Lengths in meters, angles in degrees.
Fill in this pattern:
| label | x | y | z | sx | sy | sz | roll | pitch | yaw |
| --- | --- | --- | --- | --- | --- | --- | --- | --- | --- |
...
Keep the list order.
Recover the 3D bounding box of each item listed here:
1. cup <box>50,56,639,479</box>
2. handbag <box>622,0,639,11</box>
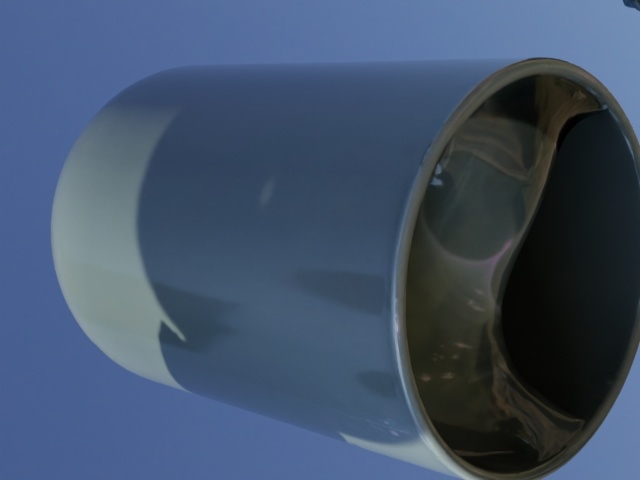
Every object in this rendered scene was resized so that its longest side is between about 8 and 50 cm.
| label | x | y | z | sx | sy | sz | roll | pitch | yaw |
| --- | --- | --- | --- | --- | --- | --- | --- | --- | --- |
| cup | 0.000 | 0.000 | 0.731 | 0.205 | 0.312 | 0.206 | -9 | -77 | -44 |
| handbag | 0.221 | -0.226 | 0.747 | 0.229 | 0.062 | 0.179 | -21 | -51 | -46 |
